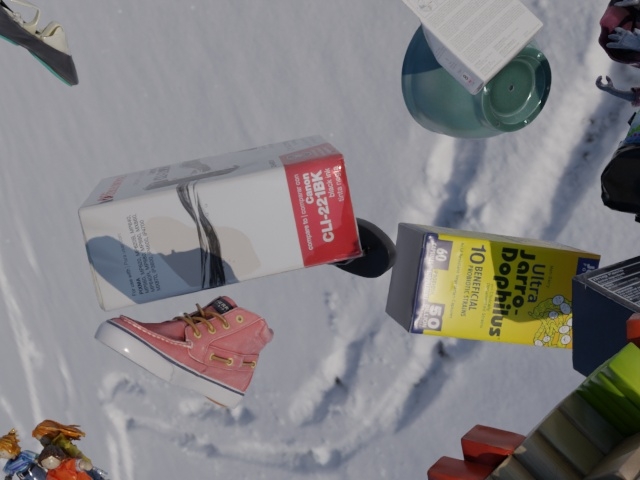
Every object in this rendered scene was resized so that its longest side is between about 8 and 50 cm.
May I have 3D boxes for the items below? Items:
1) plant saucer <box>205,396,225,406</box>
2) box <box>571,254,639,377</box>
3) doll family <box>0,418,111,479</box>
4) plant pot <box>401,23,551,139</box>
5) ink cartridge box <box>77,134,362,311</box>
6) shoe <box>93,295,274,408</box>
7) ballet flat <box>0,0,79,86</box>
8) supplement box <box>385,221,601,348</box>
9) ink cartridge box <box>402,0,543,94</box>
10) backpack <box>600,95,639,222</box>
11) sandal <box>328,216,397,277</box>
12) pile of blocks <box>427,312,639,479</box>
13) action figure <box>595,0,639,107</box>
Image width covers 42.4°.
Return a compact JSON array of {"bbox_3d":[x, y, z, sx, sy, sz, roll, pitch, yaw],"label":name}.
[{"bbox_3d":[-0.122,0.148,0.912,0.083,0.013,0.083,48,-167,-15],"label":"plant saucer"},{"bbox_3d":[0.585,0.142,1.228,0.294,0.297,0.182,-140,39,-60],"label":"box"},{"bbox_3d":[-0.450,0.374,1.341,0.263,0.118,0.163,-28,110,25],"label":"doll family"},{"bbox_3d":[0.340,-0.330,1.678,0.196,0.293,0.293,40,144,52],"label":"plant pot"},{"bbox_3d":[-0.110,-0.028,0.910,0.197,0.273,0.114,-120,18,-75],"label":"ink cartridge box"},{"bbox_3d":[-0.104,0.076,0.670,0.064,0.081,0.178,23,169,35],"label":"shoe"},{"bbox_3d":[-0.412,-0.297,1.186,0.074,0.074,0.203,25,174,43],"label":"ballet flat"},{"bbox_3d":[0.333,0.087,1.631,0.195,0.357,0.194,-144,61,-77],"label":"supplement box"},{"bbox_3d":[0.245,-0.390,1.420,0.232,0.189,0.066,43,155,6],"label":"ink cartridge box"},{"bbox_3d":[0.740,-0.201,1.576,0.290,0.356,0.273,14,123,44],"label":"backpack"},{"bbox_3d":[0.000,0.001,1.278,0.255,0.054,0.097,19,130,26],"label":"sandal"},{"bbox_3d":[0.143,0.151,0.518,0.112,0.149,0.362,45,102,17],"label":"pile of blocks"},{"bbox_3d":[0.744,-0.399,1.751,0.370,0.248,0.276,32,-176,-38],"label":"action figure"}]
